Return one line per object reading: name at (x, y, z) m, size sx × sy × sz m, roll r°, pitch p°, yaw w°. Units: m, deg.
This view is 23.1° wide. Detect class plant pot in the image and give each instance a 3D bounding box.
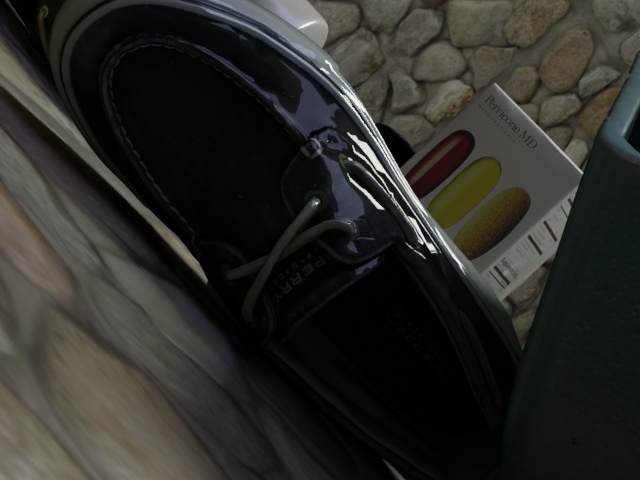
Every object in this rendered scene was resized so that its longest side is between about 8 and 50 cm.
plant pot at (0.216, 0.081, 0.792) m, size 0.248 × 0.252 × 0.247 m, roll 25°, pitch 22°, yaw 8°

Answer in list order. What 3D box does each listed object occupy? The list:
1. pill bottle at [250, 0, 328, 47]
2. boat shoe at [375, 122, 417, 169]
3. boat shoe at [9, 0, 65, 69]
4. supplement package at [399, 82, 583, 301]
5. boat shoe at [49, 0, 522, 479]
pill bottle at (-0.146, -0.231, 1.188) m, size 0.318 × 0.176 × 0.176 m, roll 48°, pitch 3°, yaw 9°
boat shoe at (0.061, -0.043, 1.822) m, size 0.500 × 0.156 × 0.187 m, roll 46°, pitch 2°, yaw -42°
boat shoe at (-0.148, -0.132, 0.978) m, size 0.227 × 0.069 × 0.081 m, roll -126°, pitch -152°, yaw -49°
supplement package at (0.133, -0.010, 1.522) m, size 0.139 × 0.244 × 0.134 m, roll 48°, pitch 3°, yaw 20°
boat shoe at (0.000, 0.000, 0.785) m, size 0.335 × 0.121 × 0.119 m, roll 43°, pitch 18°, yaw -22°
